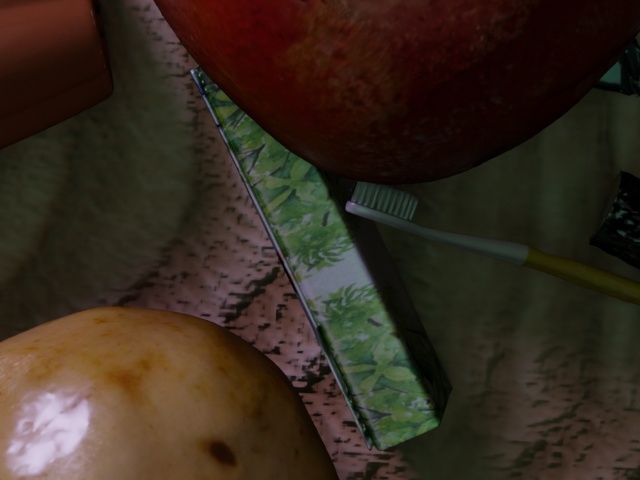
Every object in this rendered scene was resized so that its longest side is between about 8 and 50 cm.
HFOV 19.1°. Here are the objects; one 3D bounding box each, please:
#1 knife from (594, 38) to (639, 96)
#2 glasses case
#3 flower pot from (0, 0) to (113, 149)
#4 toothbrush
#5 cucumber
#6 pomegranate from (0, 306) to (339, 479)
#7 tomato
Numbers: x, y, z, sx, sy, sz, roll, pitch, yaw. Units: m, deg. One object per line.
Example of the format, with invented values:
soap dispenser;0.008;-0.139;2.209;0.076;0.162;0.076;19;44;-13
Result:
knife;0.073;-0.143;1.248;0.296;0.026;0.044;12;110;3
glasses case;0.000;0.000;1.239;0.062;0.095;0.272;-25;94;12
flower pot;-0.227;-0.139;1.206;0.173;0.190;0.191;-13;96;-1
toothbrush;0.151;0.014;1.225;0.288;0.021;0.024;18;93;-15
cucumber;0.277;0.024;1.236;0.214;0.058;0.052;27;65;-1
pomegranate;-0.119;0.177;1.186;0.307;0.307;0.307;1;98;5
tomato;0.053;-0.189;1.098;0.338;0.144;0.338;0;99;2
